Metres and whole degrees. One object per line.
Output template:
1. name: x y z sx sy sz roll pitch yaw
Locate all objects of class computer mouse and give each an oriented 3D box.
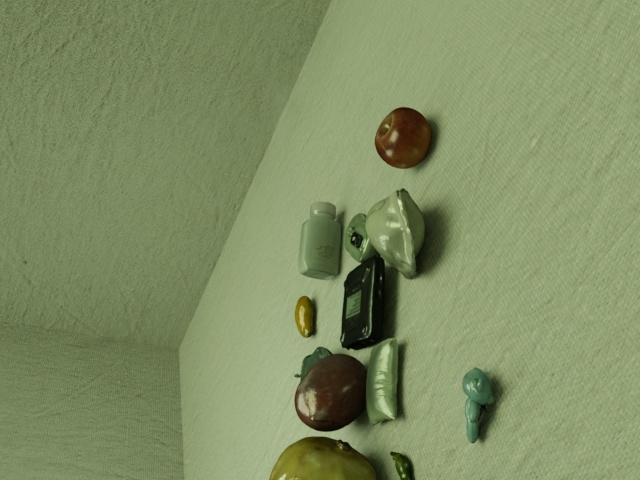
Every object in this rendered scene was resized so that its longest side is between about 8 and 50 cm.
1. computer mouse: -0.013 0.493 2.308 0.379 0.090 0.167 146 133 -64

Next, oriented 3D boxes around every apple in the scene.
1. apple: 0.278 -0.336 2.057 0.201 0.162 0.201 -50 24 32

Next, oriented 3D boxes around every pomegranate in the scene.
1. pomegranate: 0.010 0.734 1.840 0.332 0.332 0.333 -43 39 50

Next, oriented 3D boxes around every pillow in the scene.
1. pillow: 0.193 0.431 1.893 0.144 0.078 0.254 -33 47 57

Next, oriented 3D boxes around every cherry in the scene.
1. cherry: 0.032 0.498 2.001 0.221 0.307 0.261 35 116 17

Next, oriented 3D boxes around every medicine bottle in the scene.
1. medicine bottle: 0.000 0.000 2.460 0.111 0.161 0.297 -28 53 57

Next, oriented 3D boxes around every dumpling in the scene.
1. dumpling: 0.239 -0.005 1.936 0.341 0.181 0.260 -38 62 55

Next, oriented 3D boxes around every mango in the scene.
1. mango: -0.063 0.312 2.535 0.098 0.075 0.190 126 142 -51

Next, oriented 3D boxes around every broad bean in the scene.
1. broad bean: 0.235 0.692 1.691 0.052 0.052 0.256 74 -174 -47

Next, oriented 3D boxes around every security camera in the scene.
1. security camera: 0.138 -0.013 2.279 0.301 0.080 0.157 -139 65 -67

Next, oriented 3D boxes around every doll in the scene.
1. doll: 0.387 0.401 1.509 0.120 0.075 0.180 -33 -62 -82

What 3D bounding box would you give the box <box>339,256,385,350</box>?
1. box: 0.141 0.217 2.100 0.290 0.073 0.289 137 140 -66
